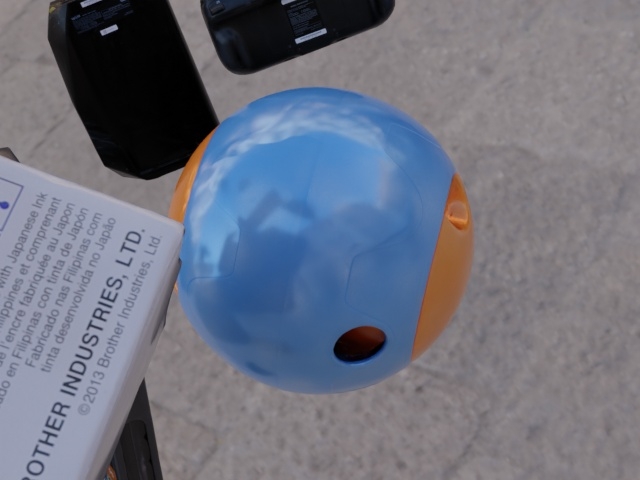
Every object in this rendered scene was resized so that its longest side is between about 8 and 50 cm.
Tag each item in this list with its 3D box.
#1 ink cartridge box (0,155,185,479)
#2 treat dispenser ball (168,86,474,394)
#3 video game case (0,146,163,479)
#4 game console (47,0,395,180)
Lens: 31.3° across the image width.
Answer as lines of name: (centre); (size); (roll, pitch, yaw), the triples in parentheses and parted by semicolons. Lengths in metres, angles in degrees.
ink cartridge box: (-0.286, 0.060, 0.466); (0.151, 0.396, 0.270); (120, 170, -61)
treat dispenser ball: (0.000, 0.000, 1.072); (0.288, 0.288, 0.288); (-21, 40, 18)
video game case: (-0.175, 0.097, 0.817); (0.035, 0.248, 0.275); (-19, 36, -22)
game console: (-0.093, -0.209, 1.211); (0.361, 0.213, 0.044); (-21, 27, 0)
